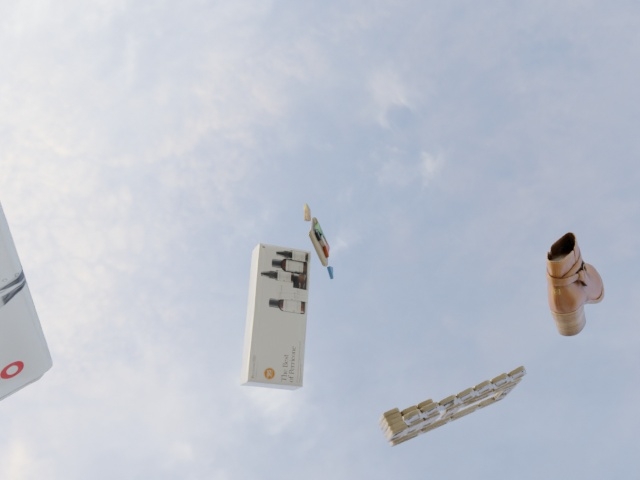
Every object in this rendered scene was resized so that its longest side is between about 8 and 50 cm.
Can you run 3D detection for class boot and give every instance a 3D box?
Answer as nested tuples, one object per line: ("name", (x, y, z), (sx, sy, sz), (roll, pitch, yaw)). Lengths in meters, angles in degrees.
("boot", (0.438, 0.050, 1.177), (0.073, 0.197, 0.152), (-4, -62, 31))

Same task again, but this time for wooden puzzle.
("wooden puzzle", (0.000, 0.000, 1.126), (0.014, 0.078, 0.116), (-20, -65, 13))

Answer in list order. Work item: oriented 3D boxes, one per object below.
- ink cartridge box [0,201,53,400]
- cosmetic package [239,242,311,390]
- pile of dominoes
("ink cartridge box", (-0.331, 0.023, 0.466), (0.211, 0.289, 0.121), (-29, -126, -32))
("cosmetic package", (-0.075, 0.130, 1.170), (0.098, 0.060, 0.239), (8, -110, -15))
("pile of dominoes", (0.220, 0.264, 1.138), (0.251, 0.196, 0.040), (-19, -117, -16))
